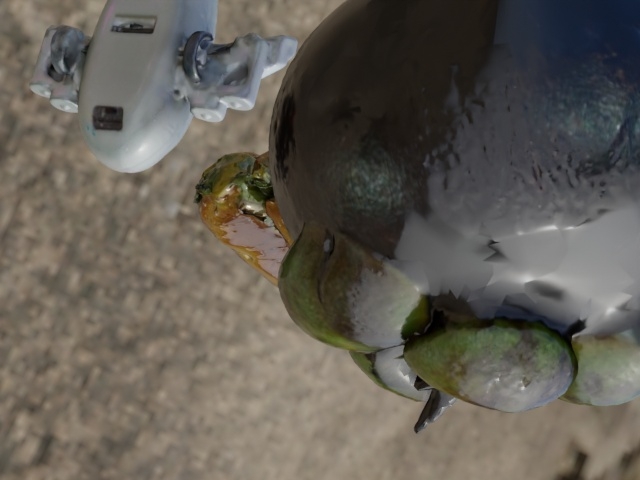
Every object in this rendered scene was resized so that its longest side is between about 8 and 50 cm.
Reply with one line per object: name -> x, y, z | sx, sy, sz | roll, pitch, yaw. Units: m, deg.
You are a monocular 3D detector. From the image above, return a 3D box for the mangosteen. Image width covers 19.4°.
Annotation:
mangosteen -> 0.084, -0.027, 0.917 | 0.243, 0.243, 0.243 | -50, 153, -38

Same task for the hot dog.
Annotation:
hot dog -> 0.000, 0.000, 1.245 | 0.072, 0.115, 0.269 | -64, 161, -8

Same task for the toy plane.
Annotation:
toy plane -> -0.150, -0.183, 1.753 | 0.267, 0.267, 0.122 | -62, 148, -15
